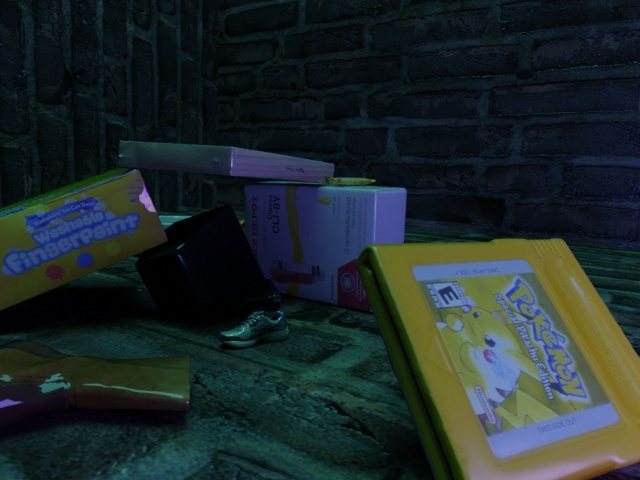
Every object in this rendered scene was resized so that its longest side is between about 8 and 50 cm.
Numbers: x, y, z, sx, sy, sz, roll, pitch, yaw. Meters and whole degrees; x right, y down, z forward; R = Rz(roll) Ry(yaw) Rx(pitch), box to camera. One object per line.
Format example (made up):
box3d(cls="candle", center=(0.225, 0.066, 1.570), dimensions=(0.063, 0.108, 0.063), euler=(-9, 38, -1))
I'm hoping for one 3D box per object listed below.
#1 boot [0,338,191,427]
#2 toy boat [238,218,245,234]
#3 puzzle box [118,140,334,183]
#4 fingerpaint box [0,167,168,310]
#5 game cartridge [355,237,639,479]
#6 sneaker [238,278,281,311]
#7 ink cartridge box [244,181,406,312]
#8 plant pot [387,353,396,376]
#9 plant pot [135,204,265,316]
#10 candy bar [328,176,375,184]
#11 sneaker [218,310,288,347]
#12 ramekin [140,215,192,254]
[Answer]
box3d(cls="boot", center=(-0.297, 0.192, 0.580), dimensions=(0.281, 0.096, 0.264), euler=(8, -1, -9))
box3d(cls="toy boat", center=(-0.242, 0.008, 1.560), dimensions=(0.231, 0.151, 0.151), euler=(4, 9, 17))
box3d(cls="puzzle box", center=(-0.178, -0.162, 1.069), dimensions=(0.272, 0.052, 0.409), euler=(8, 7, 27))
box3d(cls="fingerpaint box", center=(-0.586, -0.003, 1.034), dimensions=(0.445, 0.163, 0.371), euler=(-25, 19, -23))
box3d(cls="game cartridge", center=(0.227, 0.121, 0.565), dimensions=(0.324, 0.285, 0.052), euler=(-3, -34, -25))
box3d(cls="sneaker", center=(-0.145, 0.123, 1.123), dimensions=(0.089, 0.051, 0.170), euler=(2, 10, -21))
box3d(cls="ink cartridge box", center=(0.000, 0.000, 1.236), dimensions=(0.385, 0.278, 0.160), euler=(7, 11, 34))
box3d(cls="plant pot", center=(0.204, 0.145, 0.724), dimensions=(0.167, 0.166, 0.165), euler=(7, 0, 29))
box3d(cls="plant pot", center=(-0.264, 0.057, 1.035), dimensions=(0.188, 0.187, 0.167), euler=(-14, 16, 34))
box3d(cls="candy bar", center=(0.076, -0.142, 1.194), dimensions=(0.040, 0.018, 0.162), euler=(8, 9, 35))
box3d(cls="sneaker", center=(-0.120, 0.153, 0.888), dimensions=(0.135, 0.057, 0.052), euler=(-4, 10, -36))
box3d(cls="ramekin", center=(-0.517, -0.014, 1.738), dimensions=(0.273, 0.127, 0.273), euler=(2, 9, 0))
